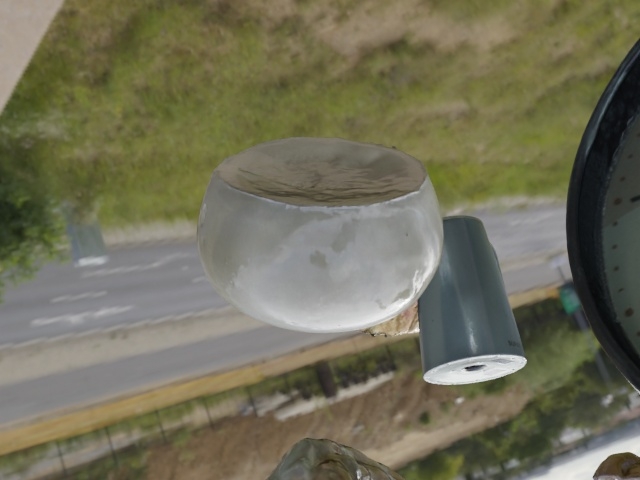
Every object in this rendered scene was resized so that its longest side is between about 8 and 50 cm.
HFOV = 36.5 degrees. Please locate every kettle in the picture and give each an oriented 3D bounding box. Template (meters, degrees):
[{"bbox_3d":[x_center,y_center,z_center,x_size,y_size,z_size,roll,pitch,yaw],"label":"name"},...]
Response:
[{"bbox_3d":[0.242,0.095,1.543,0.210,0.243,0.160,16,148,-41],"label":"kettle"}]

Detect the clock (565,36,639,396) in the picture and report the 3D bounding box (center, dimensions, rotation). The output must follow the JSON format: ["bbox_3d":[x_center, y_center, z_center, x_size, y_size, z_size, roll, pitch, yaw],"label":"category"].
[{"bbox_3d":[0.313,-0.041,0.529,0.386,0.386,0.076,-31,134,30],"label":"clock"}]

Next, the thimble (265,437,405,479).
[{"bbox_3d":[0.042,0.228,0.507,0.229,0.196,0.148,40,91,-29],"label":"thimble"}]

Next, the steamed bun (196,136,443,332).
[{"bbox_3d":[0.000,0.000,1.266,0.324,0.324,0.206,-12,117,-26],"label":"steamed bun"}]

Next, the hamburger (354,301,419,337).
[{"bbox_3d":[0.092,0.084,1.861,0.245,0.155,0.282,-32,124,-11],"label":"hamburger"}]

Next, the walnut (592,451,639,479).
[{"bbox_3d":[0.528,0.414,1.442,0.204,0.238,0.141,12,140,-36],"label":"walnut"}]
